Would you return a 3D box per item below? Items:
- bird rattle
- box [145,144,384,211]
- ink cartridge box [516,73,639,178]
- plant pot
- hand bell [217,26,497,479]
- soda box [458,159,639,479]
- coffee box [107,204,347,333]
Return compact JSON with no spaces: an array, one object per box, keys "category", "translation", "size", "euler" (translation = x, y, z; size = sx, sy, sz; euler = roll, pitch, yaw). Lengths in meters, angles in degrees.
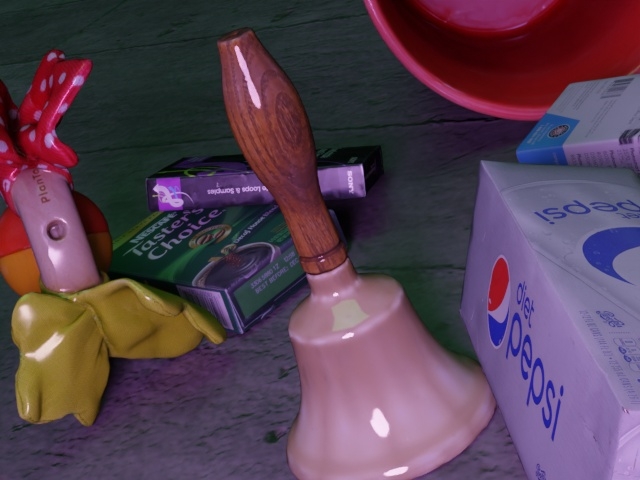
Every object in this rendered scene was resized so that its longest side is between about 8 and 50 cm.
[{"category":"bird rattle","translation":[-0.187,-0.004,1.000],"size":[0.143,0.253,0.207],"euler":[-29,0,-16]},{"category":"box","translation":[-0.038,-0.048,1.131],"size":[0.162,0.029,0.116],"euler":[-2,10,9]},{"category":"ink cartridge box","translation":[0.231,-0.065,0.967],"size":[0.180,0.060,0.104],"euler":[-4,28,36]},{"category":"plant pot","translation":[0.149,-0.247,1.215],"size":[0.275,0.275,0.243],"euler":[-21,12,2]},{"category":"hand bell","translation":[0.000,0.000,0.800],"size":[0.126,0.242,0.126],"euler":[-18,23,8]},{"category":"soda box","translation":[0.139,0.053,0.714],"size":[0.091,0.098,0.286],"euler":[3,22,-7]},{"category":"coffee box","translation":[-0.082,0.013,1.098],"size":[0.113,0.040,0.184],"euler":[-37,27,-31]}]
